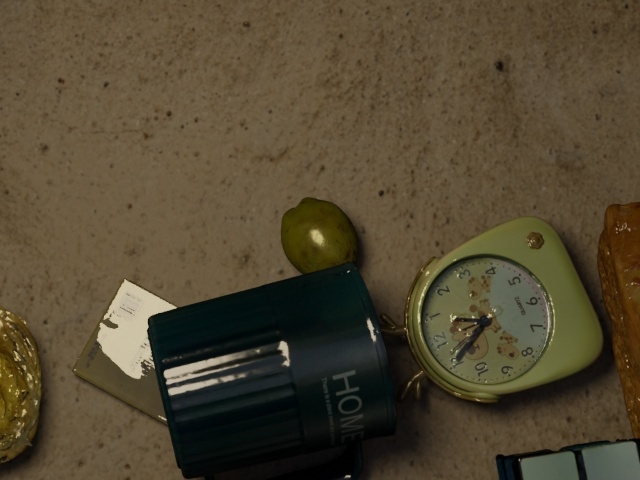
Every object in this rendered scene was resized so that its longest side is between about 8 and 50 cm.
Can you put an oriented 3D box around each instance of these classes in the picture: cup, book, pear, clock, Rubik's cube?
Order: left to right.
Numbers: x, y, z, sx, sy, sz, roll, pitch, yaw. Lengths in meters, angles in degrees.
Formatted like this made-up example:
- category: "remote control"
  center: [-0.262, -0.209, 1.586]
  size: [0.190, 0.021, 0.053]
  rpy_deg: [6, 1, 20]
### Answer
- category: "book"
  center: [-0.221, 0.175, 1.741]
  size: [0.231, 0.026, 0.161]
  rpy_deg: [29, 82, 5]
- category: "cup"
  center: [-0.071, 0.196, 1.636]
  size: [0.292, 0.308, 0.242]
  rpy_deg: [-12, 54, -9]
- category: "pear"
  center: [0.000, 0.000, 1.731]
  size: [0.107, 0.107, 0.131]
  rpy_deg: [-39, 80, -5]
- category: "clock"
  center: [0.227, 0.117, 1.709]
  size: [0.308, 0.096, 0.235]
  rpy_deg: [-22, 82, -3]
- category: "Rubik's cube"
  center: [0.346, 0.361, 1.624]
  size: [0.180, 0.183, 0.167]
  rpy_deg: [-8, 82, -2]

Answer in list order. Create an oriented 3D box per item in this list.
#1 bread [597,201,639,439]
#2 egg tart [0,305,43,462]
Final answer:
- category: "bread"
  center: [0.457, 0.131, 1.611]
  size: [0.109, 0.185, 0.380]
  rpy_deg: [-5, 61, 0]
- category: "egg tart"
  center: [-0.487, 0.206, 1.710]
  size: [0.232, 0.098, 0.252]
  rpy_deg: [-41, 78, 1]
